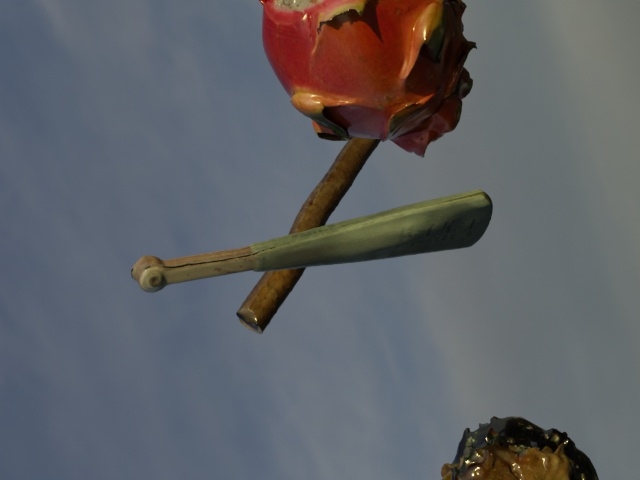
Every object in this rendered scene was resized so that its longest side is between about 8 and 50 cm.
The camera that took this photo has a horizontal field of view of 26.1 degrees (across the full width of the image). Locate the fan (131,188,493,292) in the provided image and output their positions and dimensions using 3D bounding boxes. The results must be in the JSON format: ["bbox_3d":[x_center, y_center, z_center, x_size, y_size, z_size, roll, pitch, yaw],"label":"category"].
[{"bbox_3d":[0.000,0.000,1.013,0.057,0.282,0.023,104,149,-43],"label":"fan"}]

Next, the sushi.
[{"bbox_3d":[0.241,0.343,1.728,0.219,0.225,0.239,16,-110,-77],"label":"sushi"}]

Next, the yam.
[{"bbox_3d":[-0.007,-0.025,1.775,0.327,0.045,0.045,-58,-45,-21],"label":"yam"}]

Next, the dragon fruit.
[{"bbox_3d":[0.054,-0.203,1.395,0.227,0.224,0.224,41,-147,-49],"label":"dragon fruit"}]
